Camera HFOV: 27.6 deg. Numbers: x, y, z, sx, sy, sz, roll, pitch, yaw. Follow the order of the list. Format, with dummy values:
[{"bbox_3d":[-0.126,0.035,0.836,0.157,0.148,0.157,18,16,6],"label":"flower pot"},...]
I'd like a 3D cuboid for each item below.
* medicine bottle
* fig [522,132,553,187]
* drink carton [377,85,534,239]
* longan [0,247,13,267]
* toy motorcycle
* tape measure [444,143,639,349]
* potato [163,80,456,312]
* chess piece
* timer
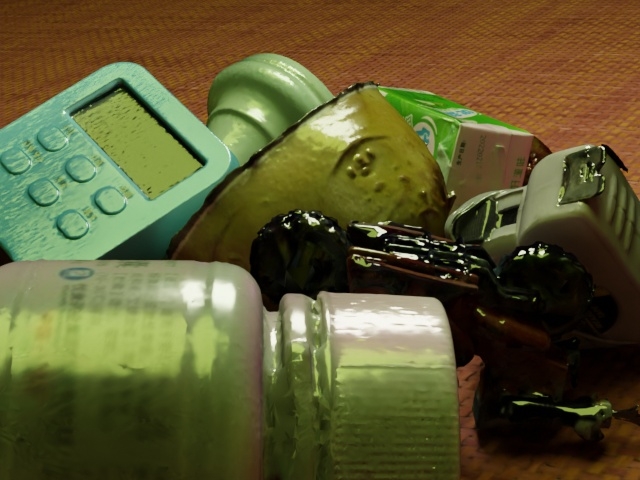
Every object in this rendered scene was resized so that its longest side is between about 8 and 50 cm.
[{"bbox_3d":[-0.078,0.140,0.903,0.325,0.256,0.256,0,21,-3],"label":"medicine bottle"},{"bbox_3d":[0.234,-0.084,1.624,0.103,0.109,0.154,-34,-2,-8],"label":"fig"},{"bbox_3d":[0.123,-0.083,1.539,0.108,0.161,0.271,5,14,-25],"label":"drink carton"},{"bbox_3d":[-0.332,-0.015,1.542,0.167,0.167,0.187,-16,2,-23],"label":"longan"},{"bbox_3d":[0.133,0.093,1.092,0.401,0.207,0.134,7,22,-3],"label":"toy motorcycle"},{"bbox_3d":[0.222,0.023,1.195,0.197,0.236,0.120,-13,48,36],"label":"tape measure"},{"bbox_3d":[0.000,0.000,1.353,0.300,0.196,0.246,-40,-10,10],"label":"potato"},{"bbox_3d":[-0.124,-0.075,1.539,0.195,0.194,0.299,11,41,40],"label":"chess piece"},{"bbox_3d":[-0.239,-0.070,1.390,0.250,0.091,0.232,-42,58,-9],"label":"timer"}]
